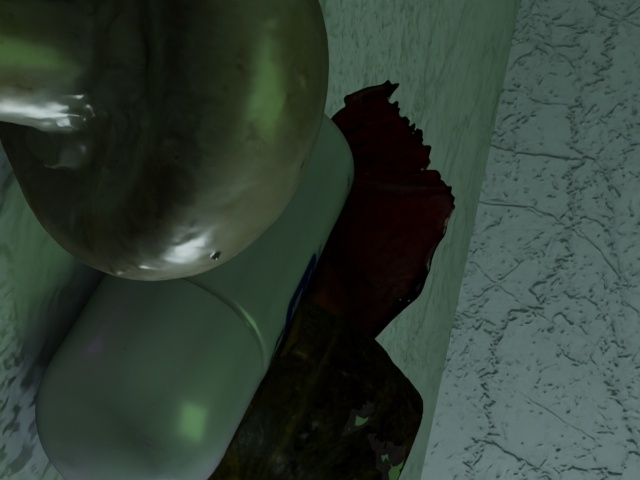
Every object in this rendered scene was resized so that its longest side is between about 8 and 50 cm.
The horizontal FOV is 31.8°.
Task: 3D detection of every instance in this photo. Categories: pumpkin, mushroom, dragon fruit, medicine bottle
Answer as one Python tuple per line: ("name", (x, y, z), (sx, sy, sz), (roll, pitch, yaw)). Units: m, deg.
("pumpkin", (-0.041, 0.204, 0.873), (0.317, 0.139, 0.222), (-62, -179, 6))
("mushroom", (-0.110, -0.082, 0.535), (0.215, 0.207, 0.207), (-1, 103, -44))
("dragon fruit", (0.000, 0.000, 1.037), (0.343, 0.100, 0.282), (-111, -136, -66))
("medicine bottle", (-0.082, 0.035, 0.790), (0.341, 0.130, 0.130), (-64, 159, -47))
